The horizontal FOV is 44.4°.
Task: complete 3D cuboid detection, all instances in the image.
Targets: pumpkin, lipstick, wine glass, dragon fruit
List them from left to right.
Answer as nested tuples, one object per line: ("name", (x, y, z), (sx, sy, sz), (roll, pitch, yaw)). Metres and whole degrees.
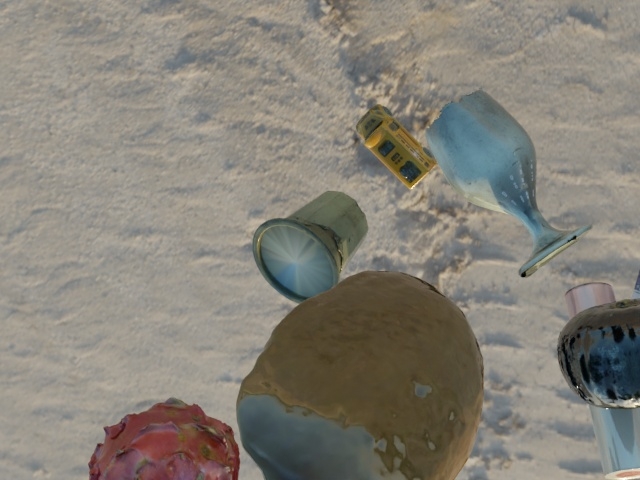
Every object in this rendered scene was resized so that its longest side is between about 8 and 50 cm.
("dragon fruit", (-0.202, 0.317, 1.042), (0.210, 0.205, 0.268), (21, 166, 11))
("wine glass", (0.245, -0.078, 1.044), (0.126, 0.126, 0.241), (-42, 75, 36))
("lipstick", (0.495, 0.236, 1.346), (0.087, 0.327, 0.087), (-3, 151, -2))
("pumpkin", (0.481, 0.170, 1.198), (0.233, 0.233, 0.163), (-10, 84, 25))

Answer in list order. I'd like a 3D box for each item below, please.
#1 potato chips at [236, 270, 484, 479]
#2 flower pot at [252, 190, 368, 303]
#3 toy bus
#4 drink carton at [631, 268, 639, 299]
("potato chips", (0.038, 0.093, 0.493), (0.150, 0.201, 0.049), (50, 143, 11))
("flower pot", (0.000, 0.000, 1.657), (0.212, 0.202, 0.212), (23, 133, 27))
("toy bus", (0.135, -0.174, 1.452), (0.162, 0.074, 0.069), (45, 119, -1))
("drink carton", (0.648, 0.143, 1.450), (0.134, 0.222, 0.102), (24, 172, -35))
